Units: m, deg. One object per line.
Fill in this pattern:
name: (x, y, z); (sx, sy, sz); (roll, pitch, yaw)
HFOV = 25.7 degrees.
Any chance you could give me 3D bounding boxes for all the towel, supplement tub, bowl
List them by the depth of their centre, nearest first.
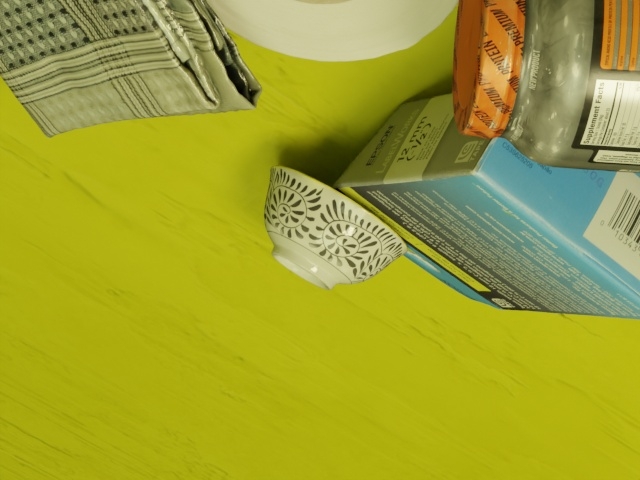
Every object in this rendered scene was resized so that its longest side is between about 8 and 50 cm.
supplement tub: (0.271, -0.148, 1.106); (0.316, 0.194, 0.193); (4, 141, -3)
towel: (-0.238, -0.226, 1.263); (0.324, 0.056, 0.312); (-3, 127, 44)
bowl: (0.000, 0.000, 1.473); (0.170, 0.080, 0.170); (30, 170, 6)

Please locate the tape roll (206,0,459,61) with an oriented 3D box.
tape roll: (-0.002, -0.288, 1.182); (0.286, 0.100, 0.286); (11, 141, 9)

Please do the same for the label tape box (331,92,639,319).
label tape box: (0.174, -0.033, 1.383); (0.249, 0.115, 0.347); (35, 167, -21)
